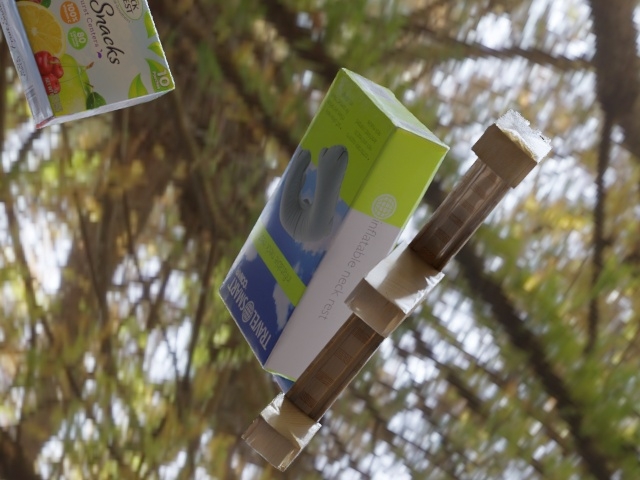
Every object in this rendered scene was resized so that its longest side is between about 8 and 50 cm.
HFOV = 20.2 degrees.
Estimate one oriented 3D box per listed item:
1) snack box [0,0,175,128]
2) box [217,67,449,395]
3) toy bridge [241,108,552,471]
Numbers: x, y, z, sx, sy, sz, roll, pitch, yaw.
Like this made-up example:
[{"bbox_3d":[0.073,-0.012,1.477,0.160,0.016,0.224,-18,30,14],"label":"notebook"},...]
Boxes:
[{"bbox_3d":[-0.172,-0.158,1.262,0.100,0.037,0.141,-18,-92,-34],"label":"snack box"},{"bbox_3d":[0.000,0.000,1.035,0.042,0.109,0.178,23,-76,-25],"label":"box"},{"bbox_3d":[0.032,0.020,0.760,0.026,0.188,0.063,40,-155,5],"label":"toy bridge"}]
